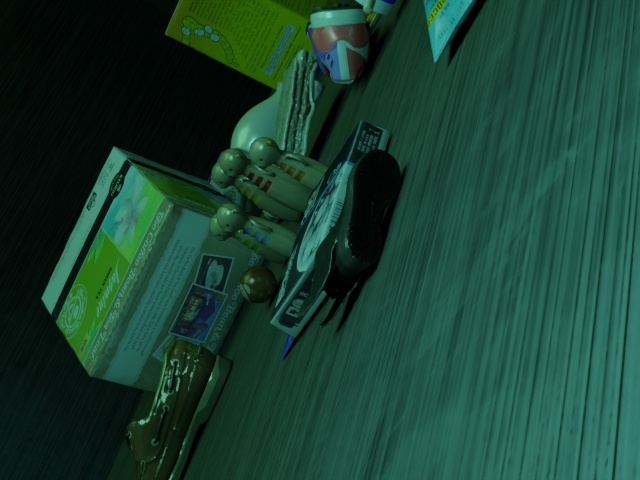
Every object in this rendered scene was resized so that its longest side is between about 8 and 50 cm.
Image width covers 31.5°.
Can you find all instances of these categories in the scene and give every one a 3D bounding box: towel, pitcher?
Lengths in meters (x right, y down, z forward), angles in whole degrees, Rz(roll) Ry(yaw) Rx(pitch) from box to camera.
[{"bbox_3d":[-0.050,-0.174,1.934,0.187,0.049,0.282,168,112,-82],"label":"towel"},{"bbox_3d":[-0.087,-0.245,2.366,0.207,0.125,0.177,-56,19,-23],"label":"pitcher"}]

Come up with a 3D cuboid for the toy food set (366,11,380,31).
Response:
[{"bbox_3d":[0.089,-0.394,1.980,0.083,0.020,0.083,-60,9,29],"label":"toy food set"}]

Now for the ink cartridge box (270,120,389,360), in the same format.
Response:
[{"bbox_3d":[0.000,0.000,1.279,0.208,0.045,0.206,122,169,-46],"label":"ink cartridge box"}]

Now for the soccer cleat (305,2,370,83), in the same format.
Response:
[{"bbox_3d":[0.032,-0.306,1.833,0.318,0.108,0.116,-78,-16,-86],"label":"soccer cleat"}]

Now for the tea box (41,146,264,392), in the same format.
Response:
[{"bbox_3d":[-0.299,0.056,2.022,0.323,0.220,0.329,37,104,54],"label":"tea box"}]

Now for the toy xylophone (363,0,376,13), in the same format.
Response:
[{"bbox_3d":[0.125,-0.373,1.236,0.236,0.081,0.323,-28,31,35],"label":"toy xylophone"}]

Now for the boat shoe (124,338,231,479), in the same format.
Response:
[{"bbox_3d":[-0.244,0.299,1.708,0.307,0.104,0.111,-67,8,-13],"label":"boat shoe"}]

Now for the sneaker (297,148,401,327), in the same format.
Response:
[{"bbox_3d":[0.027,-0.005,1.089,0.089,0.051,0.170,-48,21,49],"label":"sneaker"}]

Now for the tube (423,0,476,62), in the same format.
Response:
[{"bbox_3d":[0.136,-0.261,1.210,0.207,0.052,0.080,-90,22,-59],"label":"tube"}]

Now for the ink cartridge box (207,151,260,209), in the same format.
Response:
[{"bbox_3d":[-0.237,-0.026,2.567,0.309,0.130,0.272,-62,7,19],"label":"ink cartridge box"}]

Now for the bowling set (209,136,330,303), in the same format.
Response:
[{"bbox_3d":[-0.099,-0.028,1.601,0.200,0.154,0.287,-67,8,-16],"label":"bowling set"}]

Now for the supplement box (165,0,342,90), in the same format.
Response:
[{"bbox_3d":[-0.143,-0.505,2.605,0.195,0.356,0.194,-59,9,31],"label":"supplement box"}]

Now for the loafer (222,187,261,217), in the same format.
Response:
[{"bbox_3d":[-0.158,0.028,2.121,0.094,0.087,0.251,-7,66,50],"label":"loafer"}]

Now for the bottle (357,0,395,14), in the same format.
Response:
[{"bbox_3d":[0.135,-0.470,1.657,0.283,0.092,0.118,-61,10,23],"label":"bottle"}]
